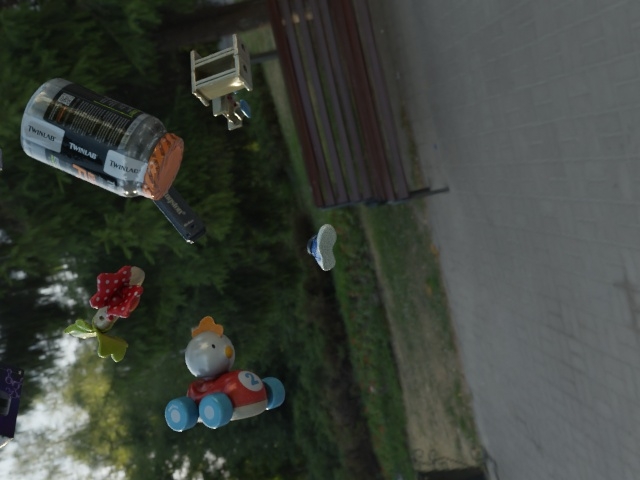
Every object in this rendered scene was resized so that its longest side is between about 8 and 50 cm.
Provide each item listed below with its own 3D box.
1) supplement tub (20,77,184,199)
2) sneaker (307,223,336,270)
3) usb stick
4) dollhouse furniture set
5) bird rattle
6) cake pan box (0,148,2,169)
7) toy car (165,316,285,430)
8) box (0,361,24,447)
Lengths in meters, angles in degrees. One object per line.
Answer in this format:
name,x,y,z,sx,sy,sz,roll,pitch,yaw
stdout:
supplement tub,-0.478,-0.218,1.642,0.193,0.316,0.193,23,-90,-86
sneaker,-0.001,0.000,1.898,0.084,0.058,0.152,48,157,37
usb stick,-0.428,-0.114,2.082,0.278,0.077,0.045,51,144,0
dollhouse furniture set,-0.214,-0.385,1.807,0.184,0.129,0.129,43,-144,-59
bird rattle,-0.466,0.134,1.661,0.207,0.143,0.253,-67,3,-57
cake pan box,-0.879,-0.207,1.608,0.267,0.246,0.070,57,-161,-63
toy car,-0.230,0.289,1.685,0.219,0.210,0.238,-4,-98,-54
box,-0.815,0.344,1.649,0.261,0.103,0.184,32,-148,-38
